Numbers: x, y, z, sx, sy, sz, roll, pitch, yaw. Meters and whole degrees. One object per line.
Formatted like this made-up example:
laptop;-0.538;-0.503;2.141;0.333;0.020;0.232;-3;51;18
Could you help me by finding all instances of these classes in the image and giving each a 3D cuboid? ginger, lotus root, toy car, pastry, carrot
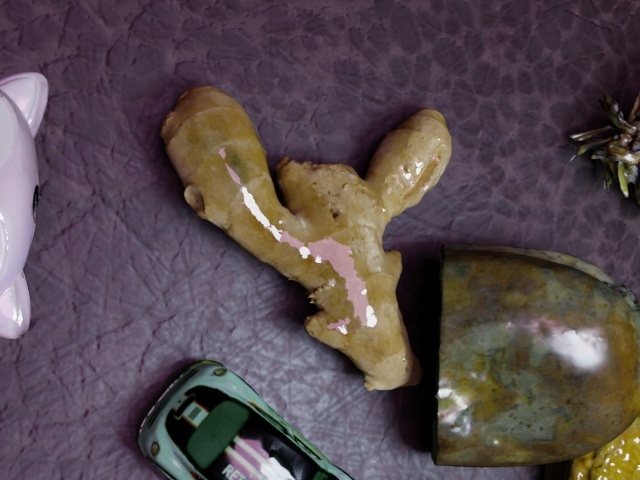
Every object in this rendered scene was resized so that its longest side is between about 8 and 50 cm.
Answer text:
ginger;-0.005;-0.004;1.123;0.363;0.122;0.348;6;75;-29
lotus root;0.264;0.149;1.126;0.260;0.149;0.267;3;98;6
toy car;-0.058;0.269;1.080;0.306;0.125;0.136;44;73;-10
pastry;0.401;0.322;1.232;0.240;0.132;0.235;-9;88;-19
carrot;0.510;-0.115;1.267;0.331;0.193;0.214;-2;128;-16

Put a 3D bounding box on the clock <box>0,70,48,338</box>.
clock;-0.455;-0.045;0.899;0.377;0.250;0.368;4;84;-13
